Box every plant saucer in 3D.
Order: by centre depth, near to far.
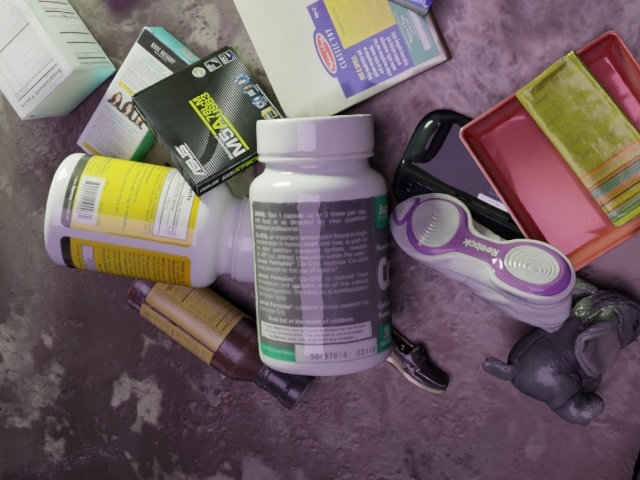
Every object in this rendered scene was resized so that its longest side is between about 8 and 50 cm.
[{"bbox_3d":[0.372,-0.117,1.170,0.258,0.047,0.259,-33,84,10],"label":"plant saucer"}]

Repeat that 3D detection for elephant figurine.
[{"bbox_3d":[0.392,0.132,1.206,0.169,0.186,0.240,39,111,25],"label":"elephant figurine"}]

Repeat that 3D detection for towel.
[{"bbox_3d":[0.379,-0.139,1.134,0.102,0.021,0.237,-37,83,9],"label":"towel"}]

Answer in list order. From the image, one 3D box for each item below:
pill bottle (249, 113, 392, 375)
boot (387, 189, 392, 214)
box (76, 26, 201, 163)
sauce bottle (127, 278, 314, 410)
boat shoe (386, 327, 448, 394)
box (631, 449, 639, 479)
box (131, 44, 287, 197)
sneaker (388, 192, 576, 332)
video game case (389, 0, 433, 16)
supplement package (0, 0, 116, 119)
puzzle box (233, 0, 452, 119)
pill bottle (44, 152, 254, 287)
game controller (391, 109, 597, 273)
[{"bbox_3d":[0.000,0.000,1.218,0.204,0.204,0.361,0,99,18],"label":"pill bottle"},{"bbox_3d":[0.062,-0.017,1.332,0.084,0.059,0.158,19,110,28],"label":"boot"},{"bbox_3d":[-0.305,-0.230,1.392,0.100,0.060,0.244,40,112,5],"label":"box"},{"bbox_3d":[-0.169,0.165,1.417,0.344,0.111,0.111,36,111,7],"label":"sauce bottle"},{"bbox_3d":[0.148,0.192,1.348,0.152,0.056,0.049,34,116,8],"label":"boat shoe"},{"bbox_3d":[0.572,0.385,1.204,0.207,0.153,0.108,12,106,14],"label":"box"},{"bbox_3d":[-0.167,-0.190,1.291,0.184,0.045,0.191,-31,74,-20],"label":"box"},{"bbox_3d":[0.220,0.039,1.183,0.305,0.152,0.114,32,69,36],"label":"sneaker"},{"bbox_3d":[0.090,-0.487,1.148,0.244,0.061,0.270,23,97,1],"label":"video game case"},{"bbox_3d":[-0.488,-0.342,1.386,0.139,0.134,0.244,-35,90,22],"label":"supplement package"},{"bbox_3d":[-0.004,-0.402,1.256,0.272,0.052,0.409,-22,95,21],"label":"puzzle box"},{"bbox_3d":[-0.254,-0.025,1.337,0.333,0.188,0.188,10,107,-1],"label":"pill bottle"},{"bbox_3d":[0.271,-0.071,1.250,0.319,0.067,0.167,27,96,10],"label":"game controller"}]
